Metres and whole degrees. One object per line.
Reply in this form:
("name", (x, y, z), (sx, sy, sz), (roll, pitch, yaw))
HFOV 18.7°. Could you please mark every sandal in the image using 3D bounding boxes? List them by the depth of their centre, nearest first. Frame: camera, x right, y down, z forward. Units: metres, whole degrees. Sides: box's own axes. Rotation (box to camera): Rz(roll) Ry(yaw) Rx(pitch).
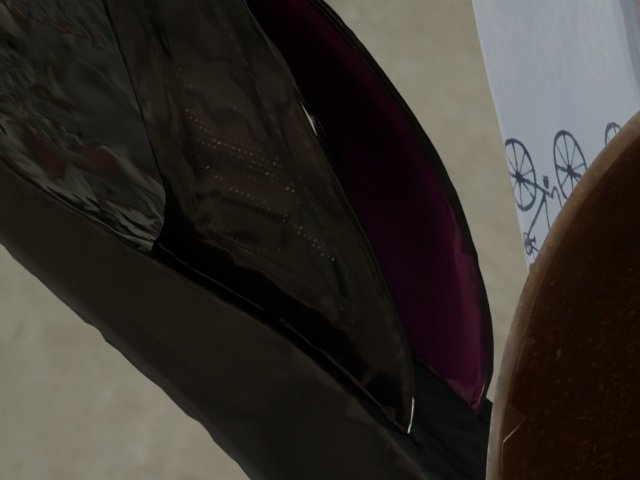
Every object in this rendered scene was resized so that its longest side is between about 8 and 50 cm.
("sandal", (0.002, 0.001, 0.634), (0.446, 0.167, 0.107), (45, 108, 8))

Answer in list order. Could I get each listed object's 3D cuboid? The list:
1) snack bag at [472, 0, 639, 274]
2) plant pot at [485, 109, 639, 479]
("snack bag", (0.136, -0.008, 0.711), (0.037, 0.342, 0.323), (-11, 93, -13))
("plant pot", (0.192, 0.060, 0.409), (0.215, 0.230, 0.215), (7, 99, 55))
